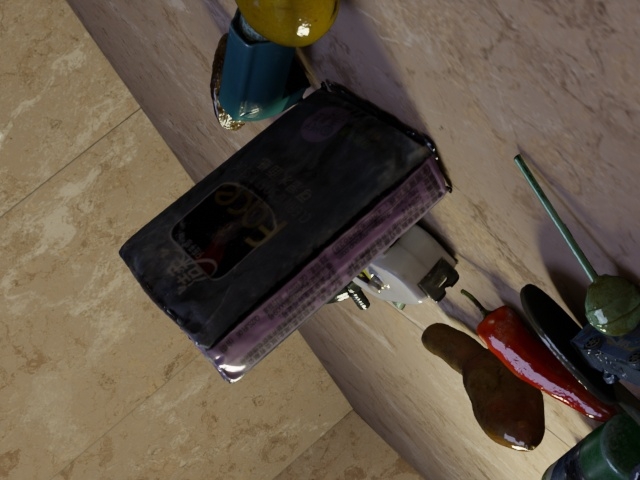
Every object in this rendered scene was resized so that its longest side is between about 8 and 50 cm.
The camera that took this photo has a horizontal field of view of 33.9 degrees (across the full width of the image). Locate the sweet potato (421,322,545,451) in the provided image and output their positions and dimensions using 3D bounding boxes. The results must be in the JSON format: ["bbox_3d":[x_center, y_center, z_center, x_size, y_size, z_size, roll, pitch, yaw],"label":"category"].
[{"bbox_3d":[0.251,0.204,1.566,0.109,0.109,0.385,54,-178,-21],"label":"sweet potato"}]

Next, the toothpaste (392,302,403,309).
[{"bbox_3d":[0.138,0.087,1.800,0.062,0.039,0.239,54,172,4],"label":"toothpaste"}]

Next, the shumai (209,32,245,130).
[{"bbox_3d":[-0.122,-0.239,1.627,0.105,0.139,0.123,20,-159,0],"label":"shumai"}]

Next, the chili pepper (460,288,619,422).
[{"bbox_3d":[0.277,0.154,1.374,0.272,0.063,0.071,42,180,26],"label":"chili pepper"}]

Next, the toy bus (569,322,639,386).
[{"bbox_3d":[0.316,0.115,1.045,0.051,0.061,0.153,52,169,-19],"label":"toy bus"}]

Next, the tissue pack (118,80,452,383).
[{"bbox_3d":[-0.048,-0.018,1.294,0.259,0.361,0.122,40,166,49],"label":"tissue pack"}]

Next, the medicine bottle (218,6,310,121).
[{"bbox_3d":[-0.068,-0.242,1.340,0.079,0.124,0.258,52,159,14],"label":"medicine bottle"}]

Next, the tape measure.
[{"bbox_3d":[0.074,0.003,1.525,0.197,0.120,0.236,46,166,-12],"label":"tape measure"}]

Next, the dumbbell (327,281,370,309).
[{"bbox_3d":[0.000,0.000,1.783,0.325,0.143,0.143,55,169,-29],"label":"dumbbell"}]

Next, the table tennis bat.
[{"bbox_3d":[0.308,0.142,1.166,0.246,0.022,0.138,45,-158,-10],"label":"table tennis bat"}]

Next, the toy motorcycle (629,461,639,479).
[{"bbox_3d":[0.408,0.283,0.976,0.307,0.108,0.173,-22,81,64],"label":"toy motorcycle"}]

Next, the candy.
[{"bbox_3d":[0.245,0.003,1.017,0.203,0.061,0.061,58,171,4],"label":"candy"}]

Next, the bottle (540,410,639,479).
[{"bbox_3d":[0.362,0.297,1.349,0.093,0.093,0.330,47,164,16],"label":"bottle"}]

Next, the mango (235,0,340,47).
[{"bbox_3d":[-0.036,-0.278,1.066,0.137,0.098,0.195,51,163,11],"label":"mango"}]
